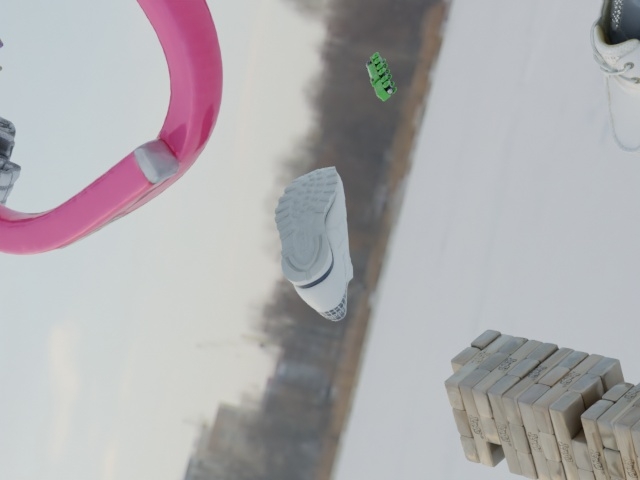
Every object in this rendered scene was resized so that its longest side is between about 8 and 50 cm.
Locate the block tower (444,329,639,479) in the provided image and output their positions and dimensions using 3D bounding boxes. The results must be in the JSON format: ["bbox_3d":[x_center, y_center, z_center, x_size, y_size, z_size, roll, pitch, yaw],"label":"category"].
[{"bbox_3d":[0.256,0.163,1.412,0.091,0.335,0.097,-36,-61,-34],"label":"block tower"}]

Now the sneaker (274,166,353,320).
[{"bbox_3d":[0.000,0.000,2.117,0.095,0.090,0.235,52,-152,-34],"label":"sneaker"}]

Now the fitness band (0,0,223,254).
[{"bbox_3d":[-0.183,-0.105,1.071,0.291,0.209,0.054,-29,1,43],"label":"fitness band"}]

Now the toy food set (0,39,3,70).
[{"bbox_3d":[-0.460,-0.281,2.184,0.019,0.078,0.122,-43,-52,-68],"label":"toy food set"}]

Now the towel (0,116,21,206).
[{"bbox_3d":[-0.448,-0.054,1.589,0.121,0.284,0.235,-89,24,-67],"label":"towel"}]

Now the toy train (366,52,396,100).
[{"bbox_3d":[0.067,-0.184,1.854,0.024,0.017,0.083,-40,32,17],"label":"toy train"}]

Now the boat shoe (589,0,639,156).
[{"bbox_3d":[0.336,-0.217,1.808,0.096,0.098,0.277,-21,-62,-37],"label":"boat shoe"}]
